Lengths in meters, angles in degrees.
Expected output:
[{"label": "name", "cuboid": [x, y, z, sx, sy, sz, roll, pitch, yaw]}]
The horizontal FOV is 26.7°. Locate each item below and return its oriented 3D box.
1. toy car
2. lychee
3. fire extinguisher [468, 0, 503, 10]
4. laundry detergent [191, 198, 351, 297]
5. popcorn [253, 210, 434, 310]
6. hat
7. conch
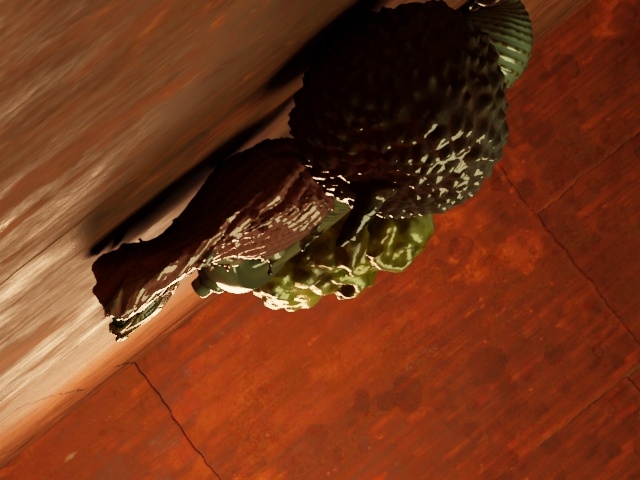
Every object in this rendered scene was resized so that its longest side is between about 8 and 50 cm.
[{"label": "toy car", "cuboid": [-0.225, 0.083, 1.757, 0.122, 0.035, 0.059, -37, 175, 3]}, {"label": "lychee", "cuboid": [0.058, -0.085, 1.000, 0.165, 0.165, 0.197, 138, -30, -66]}, {"label": "fire extinguisher", "cuboid": [0.169, -0.247, 1.293, 0.056, 0.039, 0.132, -50, 173, 28]}, {"label": "laundry detergent", "cuboid": [-0.053, -0.021, 1.535, 0.253, 0.091, 0.181, -41, 175, 16]}, {"label": "popcorn", "cuboid": [0.000, 0.000, 1.802, 0.225, 0.173, 0.286, -16, 174, -37]}, {"label": "hat", "cuboid": [-0.060, -0.022, 1.180, 0.286, 0.107, 0.236, -34, -171, 6]}, {"label": "conch", "cuboid": [0.183, -0.215, 1.507, 0.153, 0.102, 0.135, -39, -167, -14]}]
